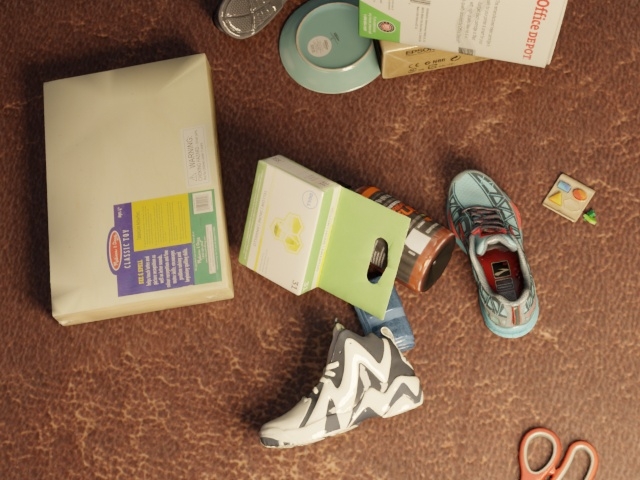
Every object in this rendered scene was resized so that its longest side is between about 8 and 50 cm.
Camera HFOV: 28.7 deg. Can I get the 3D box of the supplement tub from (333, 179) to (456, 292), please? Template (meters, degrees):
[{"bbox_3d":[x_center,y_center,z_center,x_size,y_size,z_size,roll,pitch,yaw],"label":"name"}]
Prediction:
[{"bbox_3d":[0.090,-0.012,1.818,0.198,0.106,0.106,30,75,18],"label":"supplement tub"}]

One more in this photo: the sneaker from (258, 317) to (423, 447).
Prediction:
[{"bbox_3d":[0.013,0.191,1.735,0.235,0.094,0.153,-18,79,0],"label":"sneaker"}]

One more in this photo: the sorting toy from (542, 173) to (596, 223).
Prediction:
[{"bbox_3d":[0.378,-0.058,1.844,0.083,0.012,0.062,31,75,19],"label":"sorting toy"}]

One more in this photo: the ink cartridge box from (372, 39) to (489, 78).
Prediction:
[{"bbox_3d":[0.190,-0.371,1.952,0.234,0.088,0.193,-11,68,-2],"label":"ink cartridge box"}]

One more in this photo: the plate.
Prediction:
[{"bbox_3d":[0.025,-0.322,2.002,0.188,0.024,0.188,-3,68,6],"label":"plate"}]

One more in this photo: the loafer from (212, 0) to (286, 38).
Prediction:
[{"bbox_3d":[-0.058,-0.442,2.026,0.302,0.109,0.095,-41,24,-10],"label":"loafer"}]

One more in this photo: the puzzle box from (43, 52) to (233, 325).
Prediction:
[{"bbox_3d":[-0.287,-0.083,1.933,0.272,0.052,0.409,-9,67,4],"label":"puzzle box"}]

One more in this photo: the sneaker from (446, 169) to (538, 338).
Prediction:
[{"bbox_3d":[0.251,0.001,1.777,0.104,0.125,0.262,-18,66,0],"label":"sneaker"}]

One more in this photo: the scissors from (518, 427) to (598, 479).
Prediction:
[{"bbox_3d":[0.263,0.382,1.673,0.109,0.021,0.297,30,73,17],"label":"scissors"}]

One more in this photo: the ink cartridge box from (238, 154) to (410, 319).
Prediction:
[{"bbox_3d":[0.000,0.000,1.783,0.235,0.056,0.171,28,119,29],"label":"ink cartridge box"}]

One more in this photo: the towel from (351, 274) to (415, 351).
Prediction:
[{"bbox_3d":[0.089,0.109,1.809,0.067,0.029,0.119,-20,66,-1],"label":"towel"}]

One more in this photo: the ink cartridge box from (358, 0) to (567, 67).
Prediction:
[{"bbox_3d":[0.205,-0.368,1.789,0.289,0.211,0.122,11,69,5],"label":"ink cartridge box"}]
